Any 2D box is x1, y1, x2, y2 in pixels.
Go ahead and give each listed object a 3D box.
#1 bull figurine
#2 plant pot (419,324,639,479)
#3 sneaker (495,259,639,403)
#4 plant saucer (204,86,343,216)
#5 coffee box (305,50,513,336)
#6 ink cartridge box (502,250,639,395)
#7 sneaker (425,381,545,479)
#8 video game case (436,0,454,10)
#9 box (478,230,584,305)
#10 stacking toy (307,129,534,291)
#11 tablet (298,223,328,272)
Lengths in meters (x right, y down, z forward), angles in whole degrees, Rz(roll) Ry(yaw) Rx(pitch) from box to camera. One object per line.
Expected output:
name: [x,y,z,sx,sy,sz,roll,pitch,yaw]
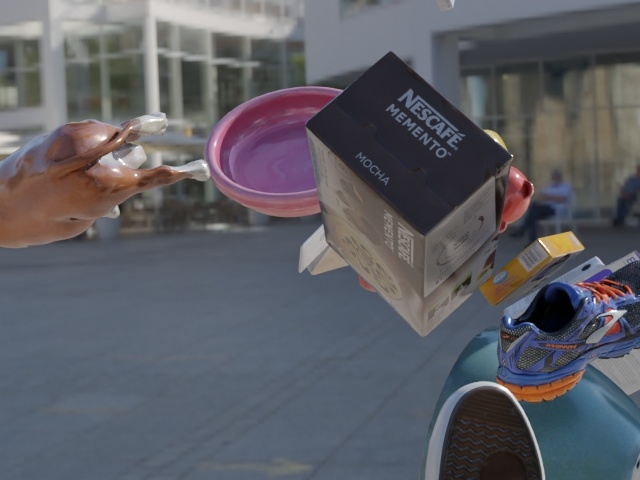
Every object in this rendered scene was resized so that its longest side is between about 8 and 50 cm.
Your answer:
bull figurine: [-0.253,-0.052,1.212,0.188,0.101,0.310,-19,6,-39]
plant pot: [0.257,0.252,1.379,0.195,0.290,0.290,10,7,31]
sneaker: [0.254,0.072,1.218,0.221,0.087,0.083,-31,30,-31]
plant saucer: [-0.042,-0.154,2.308,0.332,0.084,0.332,-6,42,5]
coffee box: [0.091,-0.038,1.306,0.119,0.168,0.297,-41,-19,-12]
ink cartridge box: [0.391,0.125,1.735,0.208,0.206,0.045,-31,23,22]
sneaker: [0.127,0.263,1.101,0.106,0.290,0.123,-4,2,-17]
video game case: [0.153,-0.424,1.674,0.022,0.173,0.190,-9,37,21]
box: [0.220,0.027,1.301,0.081,0.028,0.136,-42,-13,22]
stacking toy: [0.154,-0.009,1.879,0.279,0.309,0.130,2,37,-39]
tablet: [0.000,0.000,1.592,0.006,0.054,0.083,31,55,20]
